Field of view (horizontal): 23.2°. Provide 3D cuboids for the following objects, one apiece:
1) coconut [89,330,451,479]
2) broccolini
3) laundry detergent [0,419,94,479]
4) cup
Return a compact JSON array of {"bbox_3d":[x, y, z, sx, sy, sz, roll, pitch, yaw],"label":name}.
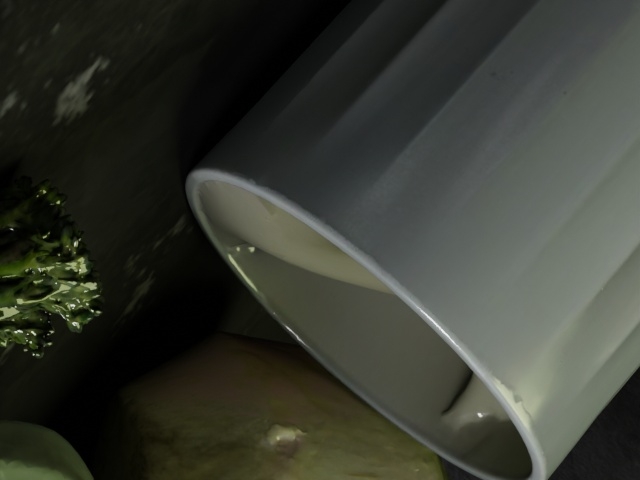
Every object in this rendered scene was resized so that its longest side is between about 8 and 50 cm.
[{"bbox_3d":[-0.019,0.178,0.933,0.259,0.259,0.259,-48,167,-15],"label":"coconut"},{"bbox_3d":[-0.159,0.022,0.529,0.216,0.058,0.067,-16,108,-57],"label":"broccolini"},{"bbox_3d":[-0.178,0.206,0.773,0.143,0.094,0.290,9,125,-28],"label":"laundry detergent"},{"bbox_3d":[0.109,-0.065,0.848,0.327,0.237,0.323,-49,-166,-15],"label":"cup"}]
